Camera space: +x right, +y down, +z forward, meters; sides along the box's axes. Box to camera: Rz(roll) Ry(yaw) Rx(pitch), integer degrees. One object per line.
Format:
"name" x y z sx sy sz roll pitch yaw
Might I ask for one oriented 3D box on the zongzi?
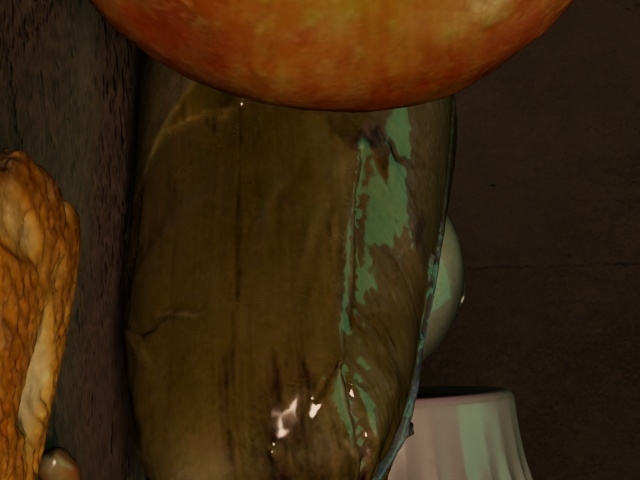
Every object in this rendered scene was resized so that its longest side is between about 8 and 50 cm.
"zongzi" -0.023 -0.070 0.843 0.356 0.174 0.393 -80 169 -46

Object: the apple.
"apple" 0.004 -0.210 0.670 0.250 0.277 0.309 -102 -147 -78

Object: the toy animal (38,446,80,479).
"toy animal" -0.082 0.259 0.700 0.157 0.097 0.312 107 -16 -64

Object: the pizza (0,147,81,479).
"pizza" -0.115 0.041 0.477 0.161 0.063 0.182 94 3 -61

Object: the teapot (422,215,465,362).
"teapot" 0.000 0.000 1.217 0.251 0.184 0.183 52 36 -61

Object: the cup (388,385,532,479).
"cup" 0.057 0.299 1.244 0.253 0.253 0.371 17 71 -85
